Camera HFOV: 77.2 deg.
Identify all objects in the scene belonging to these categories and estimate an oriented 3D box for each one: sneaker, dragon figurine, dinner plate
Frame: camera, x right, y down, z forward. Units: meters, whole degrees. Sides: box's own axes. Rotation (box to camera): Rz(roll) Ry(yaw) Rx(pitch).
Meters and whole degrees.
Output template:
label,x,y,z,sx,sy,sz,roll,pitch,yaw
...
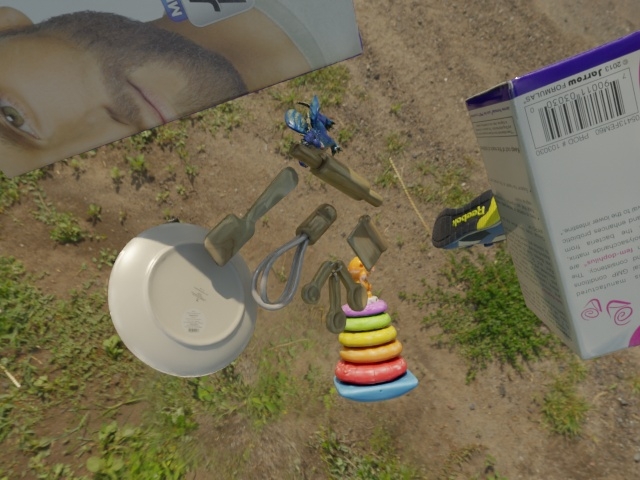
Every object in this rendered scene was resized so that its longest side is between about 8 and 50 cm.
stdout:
label,x,y,z,sx,sy,sz,roll,pitch,yaw
sneaker,0.183,-0.015,0.470,0.059,0.144,0.053,12,78,-16
dragon figurine,-0.025,-0.274,0.929,0.085,0.144,0.289,-22,58,19
dinner plate,-0.111,0.047,0.356,0.141,0.017,0.141,22,57,-37

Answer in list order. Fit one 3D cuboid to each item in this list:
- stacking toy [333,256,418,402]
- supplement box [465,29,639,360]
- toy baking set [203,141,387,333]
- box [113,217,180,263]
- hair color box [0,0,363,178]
label,x,y,z,sx,sy,sz,roll,pitch,yaw
stacking toy,0.101,0.186,0.902,0.175,0.166,0.301,-8,87,-4
supplement box,0.216,-0.035,0.328,0.111,0.114,0.219,-19,101,9
toy baking set,0.002,-0.006,0.444,0.256,0.030,0.196,30,63,-42
box,-0.311,0.042,0.788,0.162,0.029,0.116,-54,130,-52
hair color box,-0.152,-0.201,0.333,0.339,0.185,0.110,-19,40,3
